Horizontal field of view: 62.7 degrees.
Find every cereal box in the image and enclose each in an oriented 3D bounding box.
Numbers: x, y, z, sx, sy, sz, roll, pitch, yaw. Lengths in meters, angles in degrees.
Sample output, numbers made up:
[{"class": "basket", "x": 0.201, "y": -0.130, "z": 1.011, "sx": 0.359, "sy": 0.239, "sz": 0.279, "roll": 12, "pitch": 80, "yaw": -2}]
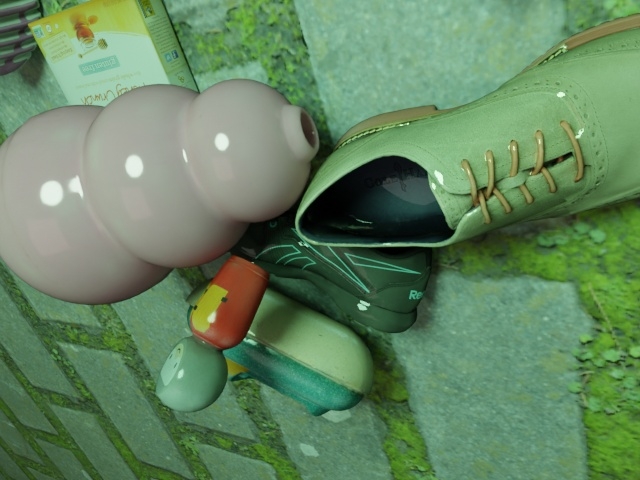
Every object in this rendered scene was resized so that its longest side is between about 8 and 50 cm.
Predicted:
[{"class": "cereal box", "x": -0.220, "y": -0.158, "z": 0.625, "sx": 0.173, "sy": 0.047, "sz": 0.240, "roll": -2, "pitch": 122, "yaw": 30}]

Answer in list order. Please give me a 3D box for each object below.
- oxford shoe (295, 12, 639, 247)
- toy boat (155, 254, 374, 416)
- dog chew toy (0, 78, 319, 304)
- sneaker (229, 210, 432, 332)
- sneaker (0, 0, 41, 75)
[{"class": "oxford shoe", "x": 0.155, "y": -0.055, "z": 0.403, "sx": 0.397, "sy": 0.146, "sz": 0.140, "roll": -15, "pitch": 113, "yaw": 38}, {"class": "toy boat", "x": -0.077, "y": 0.125, "z": 0.608, "sx": 0.268, "sy": 0.148, "sz": 0.318, "roll": 23, "pitch": 168, "yaw": 18}, {"class": "dog chew toy", "x": -0.158, "y": -0.056, "z": 0.516, "sx": 0.332, "sy": 0.206, "sz": 0.206, "roll": -15, "pitch": 115, "yaw": 21}, {"class": "sneaker", "x": 0.000, "y": 0.000, "z": 0.597, "sx": 0.267, "sy": 0.101, "sz": 0.106, "roll": 25, "pitch": 115, "yaw": 10}, {"class": "sneaker", "x": -0.393, "y": -0.309, "z": 0.596, "sx": 0.105, "sy": 0.095, "sz": 0.236, "roll": 31, "pitch": 130, "yaw": 17}]
